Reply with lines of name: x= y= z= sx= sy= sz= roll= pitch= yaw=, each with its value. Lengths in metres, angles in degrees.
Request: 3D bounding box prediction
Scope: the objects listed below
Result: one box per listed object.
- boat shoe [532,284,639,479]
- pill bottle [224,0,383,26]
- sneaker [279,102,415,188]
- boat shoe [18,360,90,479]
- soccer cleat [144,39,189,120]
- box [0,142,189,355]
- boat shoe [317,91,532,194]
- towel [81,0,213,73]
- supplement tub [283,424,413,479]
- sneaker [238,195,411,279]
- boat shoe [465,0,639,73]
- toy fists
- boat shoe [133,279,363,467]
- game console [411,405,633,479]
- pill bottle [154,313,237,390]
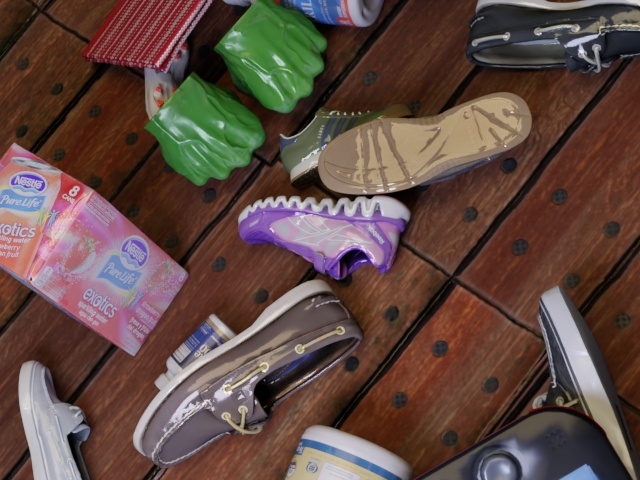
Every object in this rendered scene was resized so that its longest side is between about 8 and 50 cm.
boat shoe: x=0.298 y=0.207 z=1.726 sx=0.105 sy=0.113 sz=0.306 roll=-23 pitch=78 yaw=16
pill bottle: x=-0.029 y=-0.370 z=2.081 sx=0.221 sy=0.124 sz=0.124 roll=8 pitch=71 yaw=24
sneaker: x=0.027 y=-0.153 z=2.000 sx=0.192 sy=0.064 sz=0.086 roll=-30 pitch=66 yaw=9
boat shoe: x=-0.344 y=0.261 z=1.959 sx=0.081 sy=0.079 sz=0.228 roll=-17 pitch=68 yaw=2
soccer cleat: x=-0.227 y=-0.230 z=2.130 sx=0.068 sy=0.076 sz=0.196 roll=7 pitch=51 yaw=-13
box: x=-0.317 y=0.018 z=1.918 sx=0.154 sy=0.300 sz=0.142 roll=29 pitch=81 yaw=28
boat shoe: x=0.140 y=-0.118 z=1.930 sx=0.285 sy=0.092 sz=0.103 roll=-18 pitch=75 yaw=10
towel: x=-0.232 y=-0.328 z=2.115 sx=0.199 sy=0.031 sz=0.275 roll=-57 pitch=31 yaw=-10
supplement tub: x=0.012 y=0.335 z=1.753 sx=0.144 sy=0.144 sz=0.200 roll=17 pitch=74 yaw=25
sneaker: x=0.000 y=0.000 z=1.935 sx=0.236 sy=0.095 sz=0.105 roll=0 pitch=76 yaw=19
boat shoe: x=0.334 y=-0.259 z=1.916 sx=0.302 sy=0.114 sz=0.091 roll=6 pitch=69 yaw=35
toy fists: x=-0.109 y=-0.201 z=2.034 sx=0.142 sy=0.096 sz=0.279 roll=42 pitch=84 yaw=-7
boat shoe: x=-0.092 y=0.186 z=1.874 sx=0.324 sy=0.116 sz=0.097 roll=-38 pitch=58 yaw=-5
game console: x=0.234 y=0.411 z=1.617 sx=0.342 sy=0.060 sz=0.387 roll=-31 pitch=81 yaw=2
pill bottle: x=-0.159 y=0.160 z=1.934 sx=0.120 sy=0.067 sz=0.067 roll=-46 pitch=61 yaw=-3
